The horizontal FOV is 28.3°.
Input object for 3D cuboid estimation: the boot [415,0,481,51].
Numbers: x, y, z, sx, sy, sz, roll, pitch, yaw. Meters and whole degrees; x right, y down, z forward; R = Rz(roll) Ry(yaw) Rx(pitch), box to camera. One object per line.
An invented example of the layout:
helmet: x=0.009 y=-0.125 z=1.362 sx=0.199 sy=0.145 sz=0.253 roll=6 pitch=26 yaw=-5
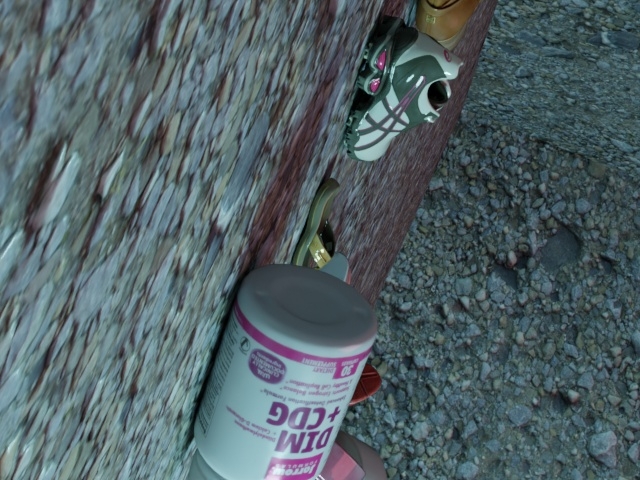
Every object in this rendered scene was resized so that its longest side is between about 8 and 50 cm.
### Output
boot: x=0.218 y=-0.433 z=1.896 sx=0.283 sy=0.109 sz=0.220 roll=-59 pitch=168 yaw=-11

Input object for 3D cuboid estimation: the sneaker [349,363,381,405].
sneaker: x=0.002 y=0.304 z=2.424 sx=0.221 sy=0.087 sz=0.128 roll=-15 pitch=159 yaw=-24

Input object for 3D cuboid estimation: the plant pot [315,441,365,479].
plant pot: x=-0.068 y=0.336 z=1.802 sx=0.180 sy=0.201 sz=0.201 roll=-49 pitch=170 yaw=-12

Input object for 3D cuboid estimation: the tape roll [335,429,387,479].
tape roll: x=-0.020 y=0.563 z=2.527 sx=0.392 sy=0.072 sz=0.392 roll=-39 pitch=-148 yaw=31

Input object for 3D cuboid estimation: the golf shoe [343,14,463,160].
golf shoe: x=0.104 y=-0.176 z=1.689 sx=0.273 sy=0.120 sz=0.105 roll=104 pitch=9 yaw=-62

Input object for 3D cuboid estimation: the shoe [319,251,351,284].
shoe: x=0.008 y=0.108 z=2.112 sx=0.081 sy=0.064 sz=0.178 roll=55 pitch=54 yaw=-77

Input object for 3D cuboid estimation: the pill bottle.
pill bottle: x=-0.052 y=0.183 z=1.444 sx=0.160 sy=0.160 sz=0.283 roll=-55 pitch=166 yaw=-62

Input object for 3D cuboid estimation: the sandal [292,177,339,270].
sandal: x=0.000 y=0.000 z=1.740 sx=0.072 sy=0.049 sz=0.180 roll=-54 pitch=165 yaw=-64
